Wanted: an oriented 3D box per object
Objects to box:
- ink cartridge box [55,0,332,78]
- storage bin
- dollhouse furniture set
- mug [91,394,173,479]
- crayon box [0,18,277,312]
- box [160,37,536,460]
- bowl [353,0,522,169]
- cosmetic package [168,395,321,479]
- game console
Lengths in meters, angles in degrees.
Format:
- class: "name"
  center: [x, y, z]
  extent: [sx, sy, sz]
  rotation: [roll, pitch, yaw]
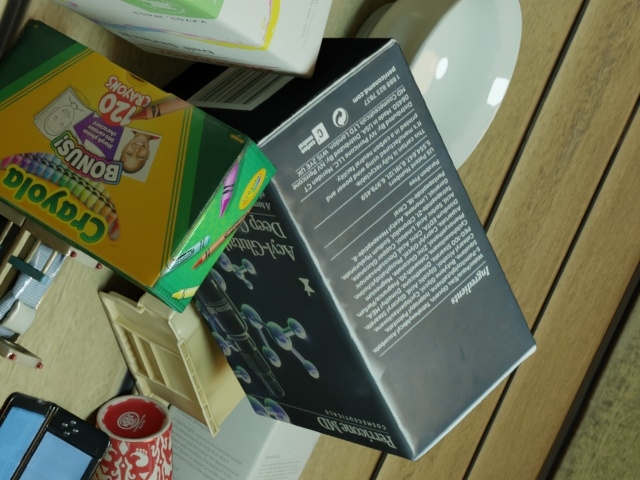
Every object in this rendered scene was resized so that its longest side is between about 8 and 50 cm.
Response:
- class: "ink cartridge box"
  center: [-0.121, -0.247, 1.724]
  extent: [0.353, 0.207, 0.119]
  rotation: [22, 81, -64]
- class: "storage bin"
  center: [-0.116, 0.057, 2.171]
  extent: [0.262, 0.123, 0.260]
  rotation: [-48, 151, -23]
- class: "dollhouse furniture set"
  center: [-0.328, 0.028, 1.743]
  extent: [0.129, 0.129, 0.184]
  rotation: [-60, 154, -1]
- class: "mug"
  center: [-0.237, 0.272, 2.231]
  extent: [0.113, 0.150, 0.169]
  rotation: [-6, 126, -16]
- class: "crayon box"
  center: [-0.201, -0.072, 1.696]
  extent: [0.165, 0.278, 0.081]
  rotation: [-57, 155, -7]
- class: "box"
  center: [0.000, 0.000, 1.931]
  extent: [0.212, 0.293, 0.395]
  rotation: [-41, 117, -27]
- class: "bowl"
  center: [0.122, -0.215, 2.304]
  extent: [0.298, 0.134, 0.298]
  rotation: [-41, 148, -33]
- class: "cosmetic package"
  center: [-0.111, 0.265, 2.360]
  extent: [0.183, 0.151, 0.151]
  rotation: [-63, 155, 9]
- class: "game console"
  center: [-0.325, 0.260, 2.050]
  extent: [0.144, 0.124, 0.085]
  rotation: [-60, -179, 0]
